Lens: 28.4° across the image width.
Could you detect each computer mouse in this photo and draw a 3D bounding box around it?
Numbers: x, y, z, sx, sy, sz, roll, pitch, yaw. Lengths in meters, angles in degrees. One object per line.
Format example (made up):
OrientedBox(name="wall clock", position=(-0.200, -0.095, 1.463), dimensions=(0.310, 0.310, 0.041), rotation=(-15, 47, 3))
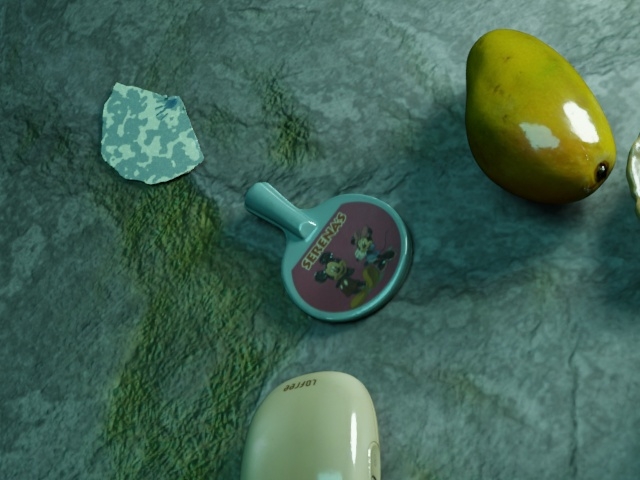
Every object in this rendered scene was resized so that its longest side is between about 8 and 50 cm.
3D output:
OrientedBox(name="computer mouse", position=(-0.011, 0.238, 1.260), dimensions=(0.145, 0.082, 0.236), rotation=(-12, 55, 24))

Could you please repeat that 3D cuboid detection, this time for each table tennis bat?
OrientedBox(name="table tennis bat", position=(0.000, 0.000, 1.437), dimensions=(0.244, 0.040, 0.153), rotation=(35, 83, 36))

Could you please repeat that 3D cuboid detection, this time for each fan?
OrientedBox(name="fan", position=(-0.231, -0.143, 1.681), dimensions=(0.131, 0.009, 0.240), rotation=(-47, 49, -2))

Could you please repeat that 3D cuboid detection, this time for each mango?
OrientedBox(name="mango", position=(0.215, -0.134, 1.335), dimensions=(0.138, 0.113, 0.253), rotation=(-32, 48, 10))

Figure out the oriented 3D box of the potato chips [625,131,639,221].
OrientedBox(name="potato chips", position=(0.399, -0.072, 1.217), dimensions=(0.195, 0.062, 0.208), rotation=(29, 79, 39))
